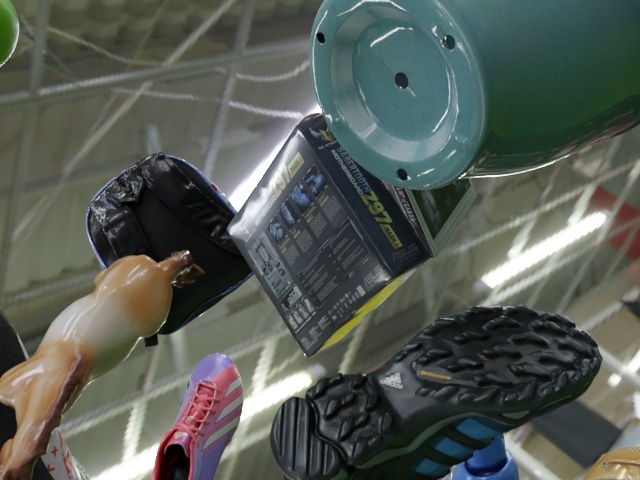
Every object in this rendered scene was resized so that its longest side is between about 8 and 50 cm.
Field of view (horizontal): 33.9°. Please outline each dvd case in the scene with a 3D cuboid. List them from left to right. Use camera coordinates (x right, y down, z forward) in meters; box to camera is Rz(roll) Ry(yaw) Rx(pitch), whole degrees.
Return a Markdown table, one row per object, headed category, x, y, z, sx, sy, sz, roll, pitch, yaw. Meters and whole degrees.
| category | x | y | z | sx | sy | sz | roll | pitch | yaw |
| --- | --- | --- | --- | --- | --- | --- | --- | --- | --- |
| dvd case | 0.177 | -0.118 | 1.734 | 0.179 | 0.030 | 0.238 | -51 | -53 | -39 |

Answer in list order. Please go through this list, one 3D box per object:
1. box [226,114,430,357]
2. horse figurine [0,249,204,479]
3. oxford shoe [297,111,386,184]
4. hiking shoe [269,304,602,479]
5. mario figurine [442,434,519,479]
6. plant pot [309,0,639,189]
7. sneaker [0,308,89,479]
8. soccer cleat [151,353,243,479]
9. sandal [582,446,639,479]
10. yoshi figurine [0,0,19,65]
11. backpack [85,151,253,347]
| category | x | y | z | sx | sy | sz | roll | pitch | yaw |
| --- | --- | --- | --- | --- | --- | --- | --- | --- | --- |
| box | 0.000 | 0.000 | 1.118 | 0.059 | 0.183 | 0.232 | -25 | -14 | -34 |
| horse figurine | -0.180 | 0.079 | 0.809 | 0.263 | 0.066 | 0.174 | -46 | 14 | -30 |
| oxford shoe | 0.011 | -0.056 | 1.342 | 0.130 | 0.133 | 0.363 | -52 | -28 | -15 |
| hiking shoe | 0.100 | 0.150 | 0.921 | 0.304 | 0.113 | 0.132 | -17 | -38 | -12 |
| mario figurine | 0.167 | 0.303 | 1.152 | 0.170 | 0.320 | 0.198 | -26 | -12 | 40 |
| plant pot | 0.138 | -0.173 | 0.902 | 0.255 | 0.272 | 0.271 | -30 | -34 | -39 |
| sneaker | -0.284 | 0.183 | 0.971 | 0.090 | 0.270 | 0.145 | -25 | -2 | -14 |
| soccer cleat | -0.157 | 0.241 | 1.323 | 0.095 | 0.083 | 0.248 | 70 | -152 | -50 |
| sandal | 0.169 | 0.122 | 0.526 | 0.180 | 0.049 | 0.072 | -28 | -27 | 5 |
| yoshi figurine | -0.404 | -0.322 | 1.161 | 0.204 | 0.362 | 0.203 | 0 | -6 | -20 |
| backpack | -0.252 | -0.005 | 1.746 | 0.276 | 0.263 | 0.213 | -36 | 7 | -13 |
